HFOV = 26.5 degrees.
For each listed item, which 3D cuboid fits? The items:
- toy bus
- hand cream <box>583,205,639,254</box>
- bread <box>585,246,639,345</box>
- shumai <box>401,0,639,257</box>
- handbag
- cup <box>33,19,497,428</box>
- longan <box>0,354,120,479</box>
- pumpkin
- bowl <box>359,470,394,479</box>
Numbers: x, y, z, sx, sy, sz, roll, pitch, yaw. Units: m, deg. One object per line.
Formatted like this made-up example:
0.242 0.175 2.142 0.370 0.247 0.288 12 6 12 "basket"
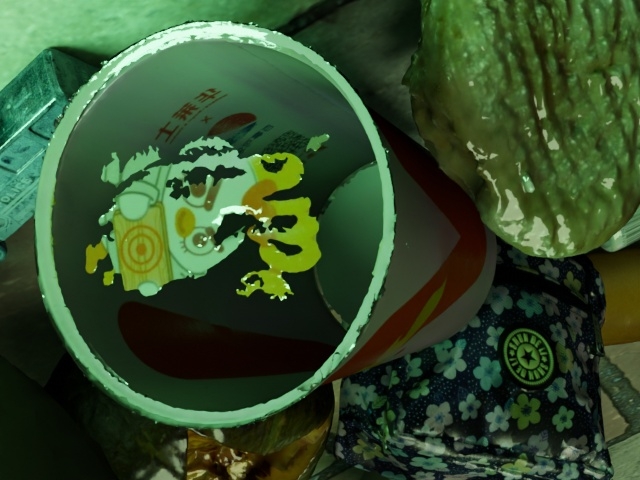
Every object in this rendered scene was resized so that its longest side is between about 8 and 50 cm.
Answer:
-0.181 -0.038 0.758 0.166 0.047 0.065 -37 143 24 "toy bus"
0.299 -0.050 1.062 0.234 0.050 0.080 -23 146 -6 "hand cream"
0.208 0.056 1.146 0.239 0.074 0.092 -6 152 -25 "bread"
0.105 -0.100 0.754 0.161 0.209 0.153 -21 -166 -17 "shumai"
0.119 0.080 0.984 0.229 0.208 0.127 15 152 -21 "handbag"
0.000 0.000 0.774 0.203 0.203 0.288 -32 166 18 "cup"
-0.303 0.210 0.733 0.436 0.404 0.404 -11 150 -7 "longan"
-0.105 0.135 0.984 0.238 0.159 0.238 -31 146 -25 "pumpkin"
0.132 0.292 1.368 0.289 0.146 0.289 -5 102 -25 "bowl"
